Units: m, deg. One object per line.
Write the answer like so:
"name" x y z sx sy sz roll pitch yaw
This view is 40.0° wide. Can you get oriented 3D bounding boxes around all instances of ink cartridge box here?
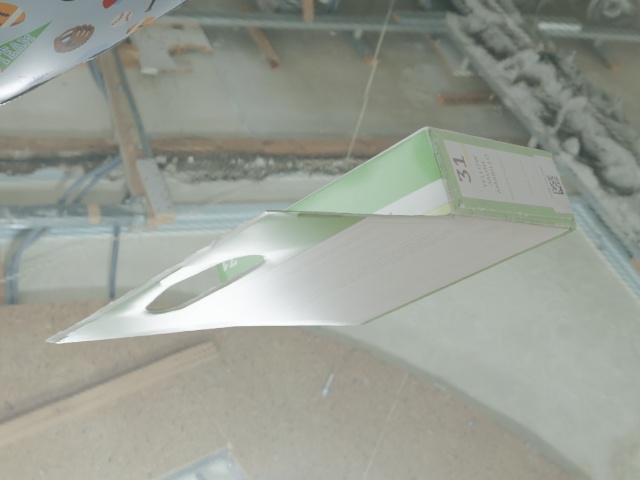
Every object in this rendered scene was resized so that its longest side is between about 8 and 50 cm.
"ink cartridge box" 0.000 0.000 0.455 0.235 0.171 0.056 4 -115 -46

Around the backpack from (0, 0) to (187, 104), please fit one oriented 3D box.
"backpack" -0.190 -0.223 0.511 0.276 0.263 0.213 -38 -104 -14
